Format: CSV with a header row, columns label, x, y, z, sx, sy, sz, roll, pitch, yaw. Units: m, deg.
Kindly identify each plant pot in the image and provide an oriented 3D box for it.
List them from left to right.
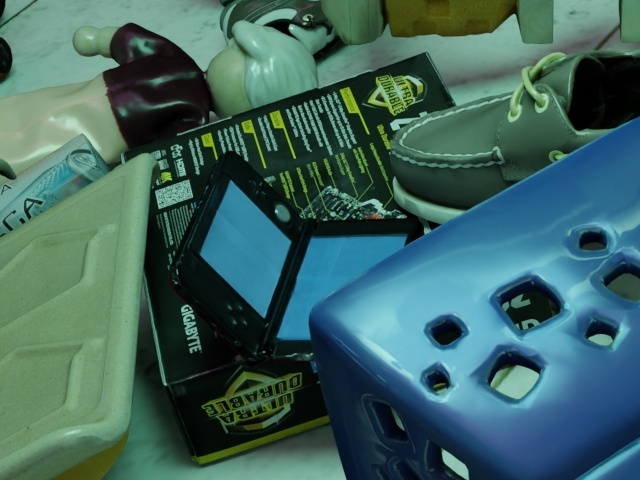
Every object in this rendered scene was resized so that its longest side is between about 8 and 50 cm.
label,x,y,z,sx,sy,sz,roll,pitch,yaw
plant pot,0.159,0.111,0.913,0.236,0.236,0.212,-29,42,-17

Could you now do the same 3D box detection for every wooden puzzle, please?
label,x,y,z,sx,sy,sz,roll,pitch,yaw
wooden puzzle,-0.237,0.113,1.171,0.322,0.080,0.348,-29,25,16

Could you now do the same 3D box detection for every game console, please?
label,x,y,z,sx,sy,sz,roll,pitch,yaw
game console,-0.013,0.006,1.140,0.085,0.124,0.144,-31,24,32

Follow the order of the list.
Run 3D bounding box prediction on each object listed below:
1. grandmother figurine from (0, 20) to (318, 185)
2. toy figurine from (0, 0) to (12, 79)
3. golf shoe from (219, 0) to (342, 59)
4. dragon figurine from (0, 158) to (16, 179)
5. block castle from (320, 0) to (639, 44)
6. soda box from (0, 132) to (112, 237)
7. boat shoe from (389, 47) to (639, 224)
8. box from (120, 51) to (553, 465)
label,x,y,z,sx,sy,sz,roll,pitch,yaw
grandmother figurine,-0.170,-0.106,1.509,0.342,0.104,0.208,-15,60,-1
toy figurine,-0.369,-0.255,1.716,0.148,0.213,0.209,-8,34,-16
golf shoe,0.009,-0.199,1.591,0.198,0.077,0.094,-14,50,8
dragon figurine,-0.308,0.027,1.215,0.144,0.085,0.289,-24,29,25
block castle,0.215,-0.317,1.457,0.453,0.213,0.303,0,34,6
soda box,-0.239,-0.003,1.380,0.183,0.058,0.063,-33,33,1
boat shoe,0.179,-0.075,1.131,0.324,0.097,0.116,-1,38,35
box,0.000,0.000,1.284,0.257,0.079,0.322,-17,33,-2
